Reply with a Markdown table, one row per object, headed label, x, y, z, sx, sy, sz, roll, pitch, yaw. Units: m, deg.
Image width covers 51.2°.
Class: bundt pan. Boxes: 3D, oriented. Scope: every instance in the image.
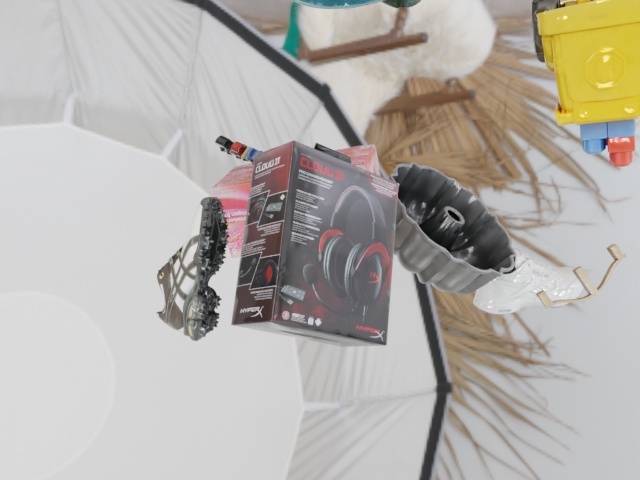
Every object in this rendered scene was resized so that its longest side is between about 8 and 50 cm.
| label | x | y | z | sx | sy | sz | roll | pitch | yaw |
| --- | --- | --- | --- | --- | --- | --- | --- | --- | --- |
| bundt pan | 0.254 | -0.013 | 1.447 | 0.330 | 0.331 | 0.124 | 10 | 131 | -36 |

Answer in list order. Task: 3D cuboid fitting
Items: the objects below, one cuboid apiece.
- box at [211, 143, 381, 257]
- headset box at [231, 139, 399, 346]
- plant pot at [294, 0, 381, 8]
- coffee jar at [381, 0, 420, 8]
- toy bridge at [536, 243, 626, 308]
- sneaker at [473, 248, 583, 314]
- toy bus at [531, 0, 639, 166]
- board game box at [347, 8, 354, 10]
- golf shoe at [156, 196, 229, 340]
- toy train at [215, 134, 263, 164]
| label | x | y | z | sx | sy | sz | roll | pitch | yaw |
| --- | --- | --- | --- | --- | --- | --- | --- | --- | --- |
| box | -0.035 | -0.074 | 1.281 | 0.300 | 0.154 | 0.142 | -6 | -158 | 16 |
| headset box | 0.000 | 0.000 | 1.008 | 0.218 | 0.293 | 0.110 | 18 | 161 | -36 |
| plant pot | 0.046 | -0.475 | 0.832 | 0.271 | 0.255 | 0.271 | -14 | 173 | -2 |
| coffee jar | 0.160 | -0.574 | 1.349 | 0.079 | 0.184 | 0.096 | -25 | -136 | -21 |
| toy bridge | 0.522 | 0.080 | 1.313 | 0.188 | 0.063 | 0.026 | -33 | 176 | 3 |
| sneaker | 0.519 | 0.089 | 1.621 | 0.305 | 0.152 | 0.114 | -9 | -159 | -18 |
| toy bus | 0.344 | -0.203 | 0.804 | 0.149 | 0.211 | 0.220 | -4 | -160 | 23 |
| board game box | 0.058 | -0.636 | 1.032 | 0.390 | 0.390 | 0.050 | 48 | 164 | -26 |
| golf shoe | -0.180 | 0.034 | 0.898 | 0.094 | 0.198 | 0.077 | 13 | -170 | 18 |
| toy train | -0.136 | -0.156 | 1.151 | 0.158 | 0.027 | 0.036 | 27 | 168 | 46 |
